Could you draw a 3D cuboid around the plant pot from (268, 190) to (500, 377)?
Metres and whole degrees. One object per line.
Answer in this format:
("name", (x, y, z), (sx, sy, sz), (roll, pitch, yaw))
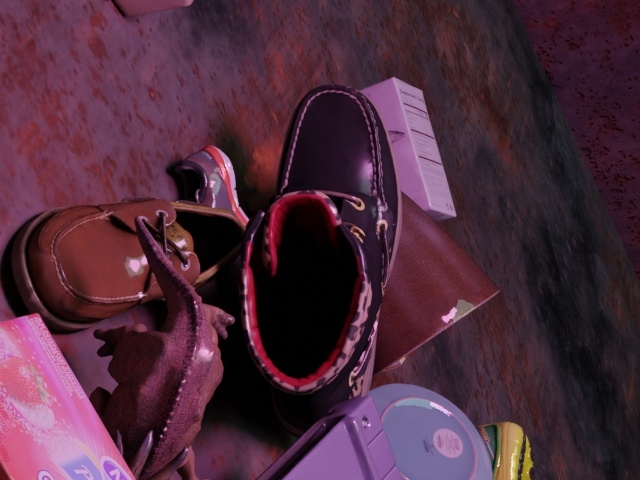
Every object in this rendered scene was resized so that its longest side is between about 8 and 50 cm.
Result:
("plant pot", (0.048, 0.022, 2.014), (0.230, 0.215, 0.215), (56, 21, 3))

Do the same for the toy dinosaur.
("toy dinosaur", (-0.129, 0.136, 1.432), (0.200, 0.127, 0.296), (-156, -103, -84))

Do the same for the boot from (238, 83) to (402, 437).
("boot", (0.000, 0.000, 1.780), (0.284, 0.138, 0.378), (66, 31, -78))

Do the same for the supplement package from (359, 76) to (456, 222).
("supplement package", (0.091, -0.103, 2.322), (0.105, 0.105, 0.179), (12, 60, -66))

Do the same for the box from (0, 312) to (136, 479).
("box", (-0.198, 0.216, 1.190), (0.300, 0.154, 0.142), (58, 21, 7))

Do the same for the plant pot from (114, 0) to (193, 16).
("plant pot", (-0.171, -0.293, 1.861), (0.109, 0.109, 0.096), (-69, 147, -60))

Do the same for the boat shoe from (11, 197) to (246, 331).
("boat shoe", (-0.163, 0.005, 1.605), (0.111, 0.104, 0.307), (70, 21, 0))

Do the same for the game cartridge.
("game cartridge", (0.003, 0.304, 1.564), (0.230, 0.068, 0.355), (66, 28, -7))

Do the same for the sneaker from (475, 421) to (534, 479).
("sneaker", (0.170, 0.351, 2.120), (0.109, 0.123, 0.296), (57, 43, -44))

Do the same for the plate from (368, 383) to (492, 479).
("plate", (0.119, 0.239, 2.059), (0.188, 0.024, 0.188), (17, 47, -18))

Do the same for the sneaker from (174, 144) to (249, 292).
("sneaker", (-0.112, -0.016, 1.845), (0.065, 0.061, 0.158), (-20, 89, -42))

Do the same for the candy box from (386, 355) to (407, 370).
("candy box", (0.054, 0.056, 2.168), (0.187, 0.053, 0.109), (68, 20, -9))
